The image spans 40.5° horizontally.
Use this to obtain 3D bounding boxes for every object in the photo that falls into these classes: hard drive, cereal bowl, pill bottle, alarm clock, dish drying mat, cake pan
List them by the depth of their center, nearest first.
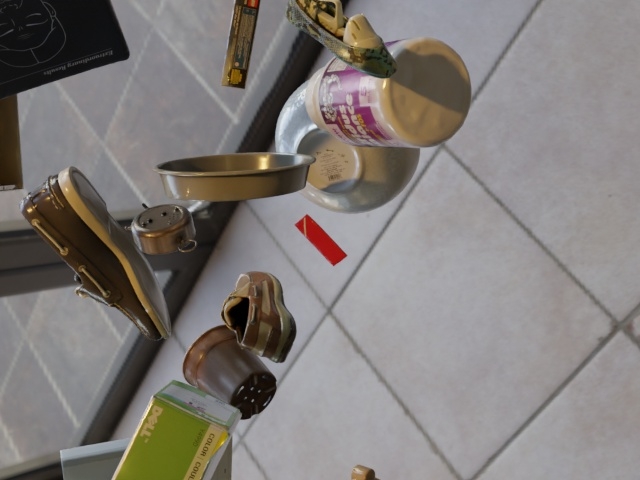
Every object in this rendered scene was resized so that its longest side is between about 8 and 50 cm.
[{"bbox_3d":[0.000,0.000,1.239,0.083,0.008,0.032,47,126,-5],"label":"dish drying mat"},{"bbox_3d":[0.094,-0.236,1.421,0.301,0.169,0.169,13,105,63],"label":"pill bottle"},{"bbox_3d":[-0.153,-0.117,1.565,0.293,0.293,0.054,8,106,42],"label":"cake pan"},{"bbox_3d":[-0.321,0.448,1.635,0.040,0.308,0.203,-122,30,-52],"label":"hard drive"},{"bbox_3d":[-0.320,-0.021,1.821,0.192,0.129,0.064,31,139,40],"label":"alarm clock"},{"bbox_3d":[0.044,-0.205,1.953,0.339,0.141,0.338,11,119,20],"label":"cereal bowl"}]

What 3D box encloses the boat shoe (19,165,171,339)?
[{"bbox_3d":[-0.213,0.024,0.842,0.075,0.065,0.206,-111,-6,-58],"label":"boat shoe"}]

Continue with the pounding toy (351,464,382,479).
[{"bbox_3d":[0.110,0.505,1.554,0.094,0.181,0.206,5,113,46],"label":"pounding toy"}]

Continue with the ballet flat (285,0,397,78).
[{"bbox_3d":[0.028,-0.287,1.171,0.188,0.070,0.070,34,118,19],"label":"ballet flat"}]

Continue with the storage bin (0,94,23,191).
[{"bbox_3d":[-0.671,-0.223,1.671,0.260,0.123,0.262,-141,49,-82],"label":"storage bin"}]

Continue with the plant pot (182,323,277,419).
[{"bbox_3d":[-0.191,0.297,1.915,0.165,0.167,0.166,36,118,40],"label":"plant pot"}]

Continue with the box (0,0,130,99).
[{"bbox_3d":[-0.503,-0.433,1.340,0.395,0.294,0.212,84,165,-62],"label":"box"}]

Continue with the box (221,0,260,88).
[{"bbox_3d":[-0.084,-0.218,0.923,0.137,0.027,0.093,-104,25,-70],"label":"box"}]

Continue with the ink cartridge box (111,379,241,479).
[{"bbox_3d":[-0.174,0.262,0.902,0.097,0.255,0.188,26,88,1],"label":"ink cartridge box"}]

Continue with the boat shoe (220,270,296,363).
[{"bbox_3d":[-0.146,0.144,1.843,0.324,0.120,0.122,-131,58,-64],"label":"boat shoe"}]
